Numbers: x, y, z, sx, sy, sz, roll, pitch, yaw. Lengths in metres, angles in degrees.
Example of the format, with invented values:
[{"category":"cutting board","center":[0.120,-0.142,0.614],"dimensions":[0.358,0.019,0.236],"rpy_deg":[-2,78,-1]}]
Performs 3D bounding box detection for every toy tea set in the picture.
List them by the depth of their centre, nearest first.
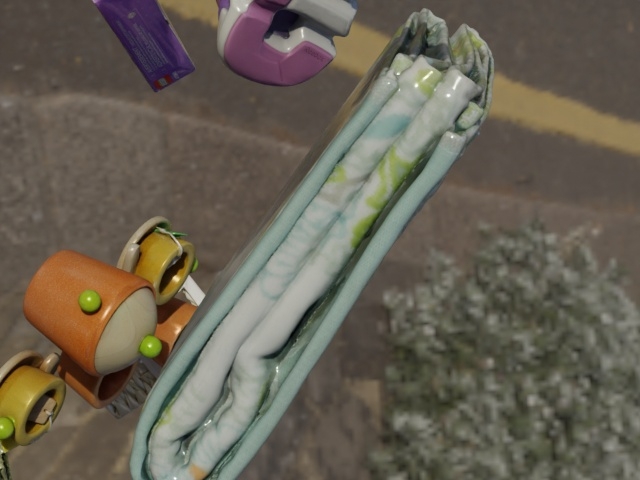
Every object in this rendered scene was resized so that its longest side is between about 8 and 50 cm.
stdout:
[{"category":"toy tea set","center":[-0.168,0.092,1.413],"dimensions":[0.336,0.124,0.200],"rpy_deg":[-26,142,-61]}]

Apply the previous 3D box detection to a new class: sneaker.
[{"category":"sneaker","center":[0.009,-0.205,0.853],"dimensions":[0.095,0.236,0.104],"rpy_deg":[21,29,-42]}]

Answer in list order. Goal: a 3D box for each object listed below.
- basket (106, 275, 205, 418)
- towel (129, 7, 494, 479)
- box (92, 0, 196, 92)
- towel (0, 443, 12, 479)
[{"category":"basket","center":[-0.196,0.111,1.689],"dimensions":[0.113,0.103,0.167],"rpy_deg":[52,24,-3]},{"category":"towel","center":[0.000,0.000,1.140],"dimensions":[0.090,0.374,0.320],"rpy_deg":[36,17,-3]},{"category":"box","center":[-0.243,-0.320,1.590],"dimensions":[0.293,0.057,0.201],"rpy_deg":[59,-1,24]},{"category":"towel","center":[-0.361,0.210,1.602],"dimensions":[0.148,0.027,0.110],"rpy_deg":[58,-25,35]}]
